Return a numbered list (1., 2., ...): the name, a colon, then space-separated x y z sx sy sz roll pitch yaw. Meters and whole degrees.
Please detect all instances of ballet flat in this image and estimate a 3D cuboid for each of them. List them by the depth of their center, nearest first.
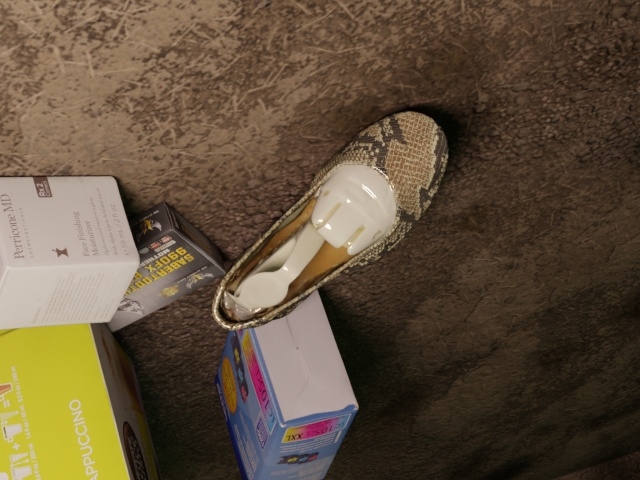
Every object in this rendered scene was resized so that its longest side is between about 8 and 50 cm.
1. ballet flat: 0.000 0.000 1.744 0.483 0.164 0.182 -41 -179 34

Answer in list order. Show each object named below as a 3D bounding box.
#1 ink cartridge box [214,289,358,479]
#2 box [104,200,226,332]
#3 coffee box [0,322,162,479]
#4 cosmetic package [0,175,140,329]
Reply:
1. ink cartridge box: -0.077 0.293 2.093 0.151 0.270 0.395 -9 148 -18
2. box: -0.286 0.048 1.773 0.231 0.056 0.183 -27 149 9
3. coffee box: -0.438 0.336 1.753 0.338 0.338 0.334 -18 156 -4
4. cosmetic package: -0.366 0.016 1.571 0.183 0.151 0.151 -3 145 -32
